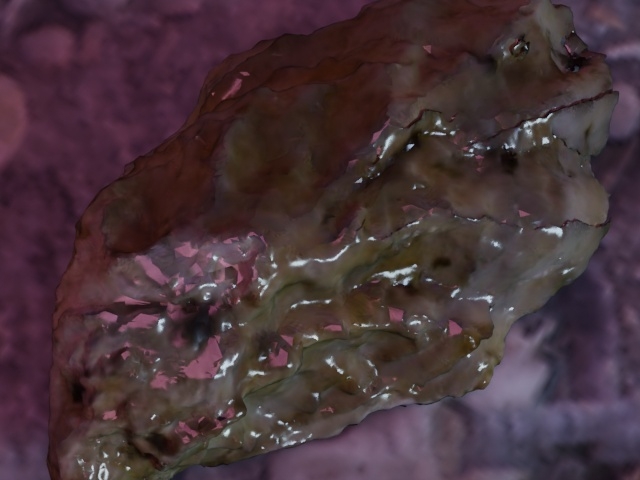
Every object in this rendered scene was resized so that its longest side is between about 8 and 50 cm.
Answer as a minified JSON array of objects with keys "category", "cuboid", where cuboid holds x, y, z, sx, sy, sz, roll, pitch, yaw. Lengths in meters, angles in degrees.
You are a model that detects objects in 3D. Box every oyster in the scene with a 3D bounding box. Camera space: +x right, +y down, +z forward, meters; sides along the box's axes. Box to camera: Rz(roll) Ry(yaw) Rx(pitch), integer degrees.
[{"category":"oyster","cuboid":[0.001,-0.009,0.485,0.209,0.072,0.132,-20,81,-6]}]
